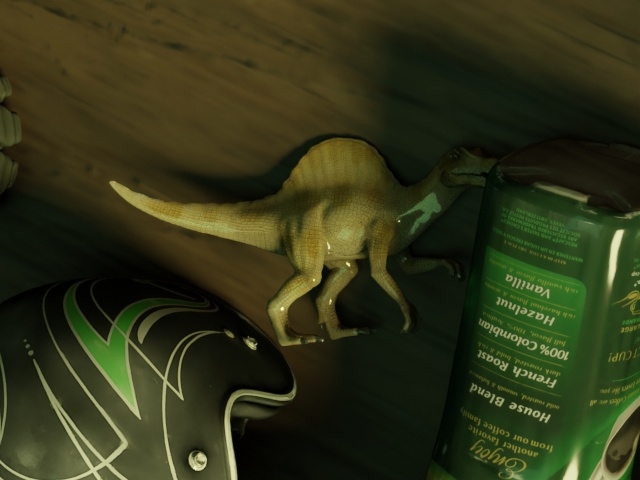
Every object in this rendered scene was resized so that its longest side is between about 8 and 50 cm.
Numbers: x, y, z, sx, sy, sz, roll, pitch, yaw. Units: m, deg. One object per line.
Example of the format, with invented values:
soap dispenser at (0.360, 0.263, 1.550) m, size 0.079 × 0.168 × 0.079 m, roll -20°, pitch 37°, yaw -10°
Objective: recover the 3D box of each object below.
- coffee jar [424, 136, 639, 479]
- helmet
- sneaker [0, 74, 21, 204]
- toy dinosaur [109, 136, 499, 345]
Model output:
coffee jar at (0.098, 0.055, 0.702) m, size 0.079 × 0.096 × 0.184 m, roll 19°, pitch 112°, yaw 26°
helmet at (-0.101, 0.099, 0.766) m, size 0.169 × 0.161 × 0.169 m, roll 7°, pitch 108°, yaw 22°
sneaker at (-0.301, -0.128, 0.796) m, size 0.343 × 0.146 × 0.134 m, roll 42°, pitch 117°, yaw 8°
toy dinosaur at (0.000, 0.000, 0.765) m, size 0.183 × 0.053 × 0.093 m, roll -6°, pitch 87°, yaw 18°
